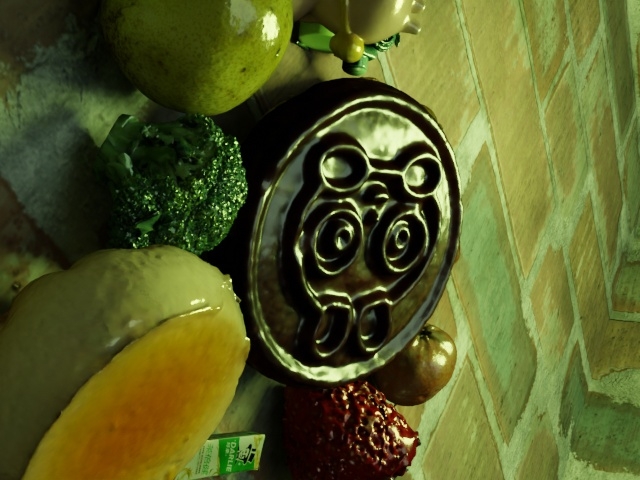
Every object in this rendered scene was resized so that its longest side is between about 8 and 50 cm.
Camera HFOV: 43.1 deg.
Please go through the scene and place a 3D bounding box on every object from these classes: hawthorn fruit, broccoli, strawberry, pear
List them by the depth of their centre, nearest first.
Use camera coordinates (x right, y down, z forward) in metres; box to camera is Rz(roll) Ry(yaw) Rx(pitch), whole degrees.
[{"bbox_3d":[-0.160,-0.046,0.827,0.156,0.195,0.195,31,62,-16],"label":"broccoli"},{"bbox_3d":[-0.122,-0.223,0.827,0.197,0.197,0.197,-12,104,-57],"label":"pear"},{"bbox_3d":[0.026,0.276,1.155,0.184,0.187,0.201,-44,103,-22],"label":"strawberry"},{"bbox_3d":[0.161,0.222,1.375,0.149,0.149,0.189,-33,117,-51],"label":"hawthorn fruit"}]

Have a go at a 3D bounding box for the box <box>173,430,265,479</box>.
[{"bbox_3d":[-0.144,0.263,0.990,0.207,0.041,0.050,15,81,-57],"label":"box"}]

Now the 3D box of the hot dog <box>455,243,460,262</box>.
[{"bbox_3d":[0.155,-0.046,1.281,0.326,0.107,0.194,71,-1,-46],"label":"hot dog"}]

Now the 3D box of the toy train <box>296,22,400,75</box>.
[{"bbox_3d":[0.034,-0.369,1.147,0.157,0.105,0.253,11,83,-44],"label":"toy train"}]

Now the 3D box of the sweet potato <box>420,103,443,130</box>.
[{"bbox_3d":[0.171,-0.197,1.405,0.269,0.074,0.075,1,93,-62],"label":"sweet potato"}]

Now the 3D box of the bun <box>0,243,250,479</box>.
[{"bbox_3d":[-0.210,0.122,0.741,0.299,0.164,0.299,-43,155,-26],"label":"bun"}]

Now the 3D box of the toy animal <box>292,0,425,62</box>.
[{"bbox_3d":[0.016,-0.324,1.014,0.248,0.149,0.165,22,44,-17],"label":"toy animal"}]

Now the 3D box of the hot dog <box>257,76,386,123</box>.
[{"bbox_3d":[0.011,-0.174,1.112,0.269,0.115,0.072,-33,125,-54],"label":"hot dog"}]

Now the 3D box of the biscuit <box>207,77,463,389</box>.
[{"bbox_3d":[0.039,-0.001,1.034,0.407,0.091,0.408,-16,114,-40],"label":"biscuit"}]
